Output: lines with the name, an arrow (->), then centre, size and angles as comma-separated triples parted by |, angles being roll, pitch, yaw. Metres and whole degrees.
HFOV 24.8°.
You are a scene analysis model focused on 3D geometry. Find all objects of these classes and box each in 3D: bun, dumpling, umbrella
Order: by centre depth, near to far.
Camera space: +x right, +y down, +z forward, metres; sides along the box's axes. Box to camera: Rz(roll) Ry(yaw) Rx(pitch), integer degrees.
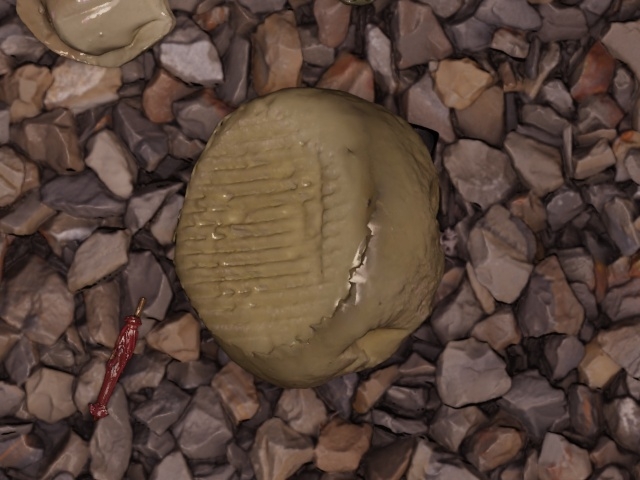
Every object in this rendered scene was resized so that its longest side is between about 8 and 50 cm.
bun -> 0.000, 0.000, 1.716 | 0.211, 0.360, 0.359 | 19, 90, -52
dumpling -> -0.264, -0.272, 1.749 | 0.199, 0.118, 0.136 | -7, 112, 14
umbrella -> -0.251, 0.148, 1.812 | 0.027, 0.025, 0.165 | 20, 92, -25

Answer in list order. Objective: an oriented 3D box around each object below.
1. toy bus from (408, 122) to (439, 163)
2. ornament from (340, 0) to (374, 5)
toy bus -> 0.099, -0.061, 1.824 | 0.057, 0.072, 0.172 | 17, 92, -7
ornament -> 0.040, -0.369, 1.799 | 0.081, 0.075, 0.156 | -3, 95, -26
